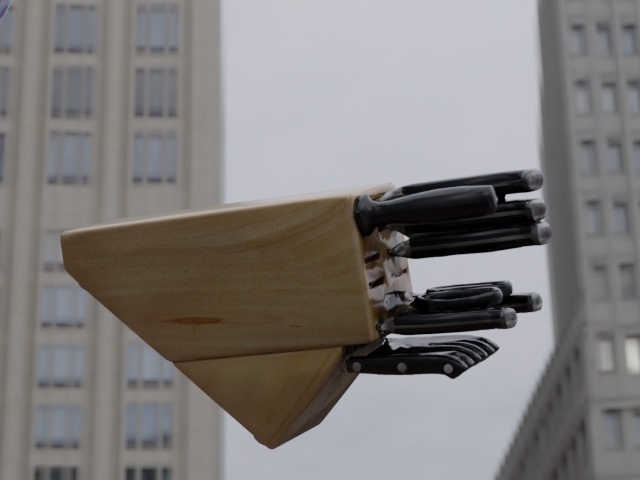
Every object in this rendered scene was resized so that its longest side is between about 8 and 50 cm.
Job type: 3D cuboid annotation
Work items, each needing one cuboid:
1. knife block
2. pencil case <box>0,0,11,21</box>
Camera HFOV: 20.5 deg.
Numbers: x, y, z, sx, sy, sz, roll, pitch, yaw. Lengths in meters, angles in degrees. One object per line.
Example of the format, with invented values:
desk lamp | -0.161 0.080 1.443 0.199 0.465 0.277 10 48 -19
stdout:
knife block | 0.000 0.000 1.144 0.242 0.276 0.088 -55 -14 18
pencil case | -0.189 -0.114 0.590 0.124 0.113 0.273 14 1 4
